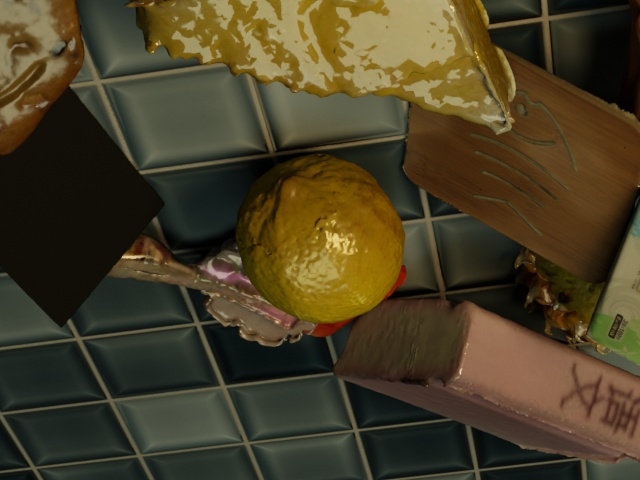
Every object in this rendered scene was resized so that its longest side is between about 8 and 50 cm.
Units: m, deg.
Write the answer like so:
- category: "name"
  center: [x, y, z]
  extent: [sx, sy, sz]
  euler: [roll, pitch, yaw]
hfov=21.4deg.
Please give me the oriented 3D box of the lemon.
- category: "lemon"
  center: [0.000, 0.000, 1.985]
  extent: [0.192, 0.192, 0.231]
  euler: [-16, 144, 17]

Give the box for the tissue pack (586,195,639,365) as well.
- category: "tissue pack"
  center: [0.416, 0.024, 1.880]
  extent: [0.145, 0.159, 0.229]
  euler: [31, 135, 19]

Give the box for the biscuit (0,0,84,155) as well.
- category: "biscuit"
  center: [-0.413, -0.224, 1.704]
  extent: [0.359, 0.046, 0.359]
  euler: [-1, 126, -2]

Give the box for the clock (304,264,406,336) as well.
- category: "clock"
  center: [0.020, 0.067, 2.190]
  extent: [0.113, 0.061, 0.155]
  euler: [25, 137, -29]

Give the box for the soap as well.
- category: "soap"
  center: [-0.005, -0.196, 1.722]
  extent: [0.339, 0.169, 0.304]
  euler: [-16, 125, 17]

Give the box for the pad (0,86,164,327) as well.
- category: "pad"
  center: [-0.308, -0.050, 1.939]
  extent: [0.005, 0.202, 0.300]
  euler: [28, 163, 38]

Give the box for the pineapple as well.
- category: "pineapple"
  center: [0.336, 0.098, 2.192]
  extent: [0.250, 0.139, 0.164]
  euler: [19, 140, -32]

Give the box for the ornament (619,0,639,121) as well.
- category: "ornament"
  center: [0.412, -0.198, 1.750]
  extent: [0.221, 0.235, 0.217]
  euler: [-28, 151, -13]

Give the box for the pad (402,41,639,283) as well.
- category: "pad"
  center: [0.222, -0.095, 1.884]
  extent: [0.286, 0.018, 0.284]
  euler: [30, 147, 17]

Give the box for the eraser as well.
- category: "eraser"
  center: [0.238, 0.185, 2.234]
  extent: [0.359, 0.122, 0.272]
  euler: [24, 167, -30]

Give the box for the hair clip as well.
- category: "hair clip"
  center: [-0.135, 0.047, 2.131]
  extent: [0.300, 0.069, 0.173]
  euler: [18, 140, -19]
